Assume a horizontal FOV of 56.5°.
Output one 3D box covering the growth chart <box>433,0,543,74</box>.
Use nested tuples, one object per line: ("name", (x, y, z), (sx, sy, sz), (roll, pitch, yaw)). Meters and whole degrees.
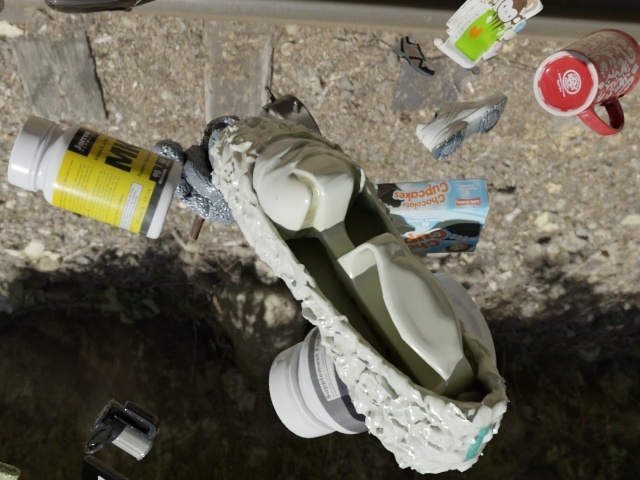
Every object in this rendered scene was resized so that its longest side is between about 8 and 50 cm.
("growth chart", (0.306, -0.392, 1.018), (0.172, 0.021, 0.237), (6, 139, -40))

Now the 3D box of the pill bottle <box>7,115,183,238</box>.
("pill bottle", (-0.309, -0.089, 0.832), (0.208, 0.119, 0.119), (19, 135, -15))

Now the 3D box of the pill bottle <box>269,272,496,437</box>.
("pill bottle", (0.095, 0.212, 1.028), (0.361, 0.204, 0.204), (-29, 139, 33))

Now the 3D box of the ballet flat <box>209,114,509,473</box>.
("ballet flat", (0.032, 0.007, 0.539), (0.147, 0.409, 0.147), (-30, 159, -13))

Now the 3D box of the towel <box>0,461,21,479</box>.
("towel", (-0.676, 0.463, 1.176), (0.148, 0.027, 0.110), (24, 121, -16))

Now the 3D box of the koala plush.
("koala plush", (-0.161, -0.140, 1.096), (0.196, 0.203, 0.221), (-33, -170, -35))

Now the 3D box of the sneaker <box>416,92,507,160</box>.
("sneaker", (0.401, -0.348, 1.679), (0.297, 0.129, 0.111), (-31, 151, -17))

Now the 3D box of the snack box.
("snack box", (0.113, -0.032, 1.028), (0.322, 0.060, 0.187), (-2, 157, 6))

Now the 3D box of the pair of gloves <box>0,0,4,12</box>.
("pair of gloves", (-0.808, -0.533, 1.267), (0.240, 0.204, 0.042), (14, 147, -32))

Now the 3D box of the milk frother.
("milk frother", (-0.452, 0.451, 1.355), (0.135, 0.143, 0.129), (39, 136, -15))

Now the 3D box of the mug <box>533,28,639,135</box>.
("mug", (0.406, -0.234, 0.880), (0.169, 0.150, 0.113), (-27, 160, -43))

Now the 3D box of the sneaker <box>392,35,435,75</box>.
("sneaker", (0.206, -0.397, 1.283), (0.109, 0.040, 0.044), (40, 117, 2))

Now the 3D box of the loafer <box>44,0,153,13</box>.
("loafer", (-0.292, -0.352, 0.843), (0.220, 0.080, 0.078), (-27, 172, -38))

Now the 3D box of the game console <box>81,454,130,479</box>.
("game console", (-0.246, 0.336, 0.760), (0.122, 0.107, 0.071), (7, -176, 40))

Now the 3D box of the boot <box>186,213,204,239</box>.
("boot", (-0.291, -0.043, 1.433), (0.037, 0.106, 0.114), (24, 101, -14))

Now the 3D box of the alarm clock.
("alarm clock", (-0.043, -0.149, 0.966), (0.064, 0.129, 0.192), (-33, 127, -14))
